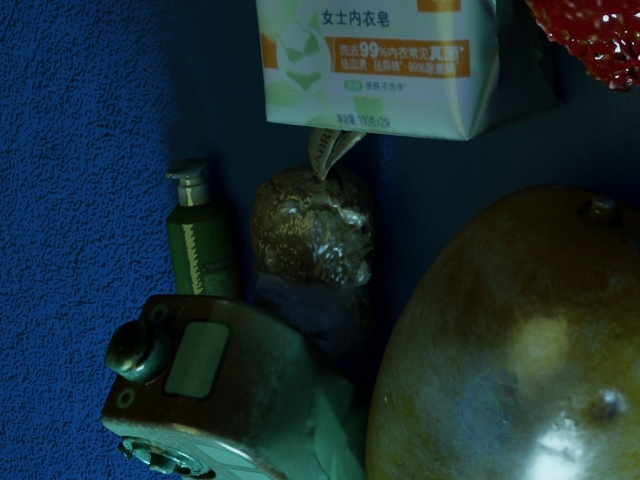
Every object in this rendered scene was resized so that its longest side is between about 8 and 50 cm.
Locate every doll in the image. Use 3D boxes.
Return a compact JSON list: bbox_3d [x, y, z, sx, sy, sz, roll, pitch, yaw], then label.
[{"bbox_3d":[-0.006,-0.004,1.172,0.105,0.115,0.221,0,108,3],"label":"doll"}]

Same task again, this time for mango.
[{"bbox_3d":[0.144,0.123,1.041,0.221,0.199,0.384,37,127,24],"label":"mango"}]

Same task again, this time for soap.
[{"bbox_3d":[0.060,-0.177,1.040,0.199,0.138,0.182,9,110,37],"label":"soap"}]

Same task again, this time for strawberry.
[{"bbox_3d":[0.206,-0.183,0.912,0.187,0.184,0.201,27,151,23],"label":"strawberry"}]

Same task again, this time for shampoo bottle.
[{"bbox_3d":[-0.104,0.026,1.294,0.065,0.065,0.205,4,109,38],"label":"shampoo bottle"}]

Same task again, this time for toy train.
[{"bbox_3d":[-0.041,0.157,1.146,0.159,0.129,0.326,-1,149,34],"label":"toy train"}]
